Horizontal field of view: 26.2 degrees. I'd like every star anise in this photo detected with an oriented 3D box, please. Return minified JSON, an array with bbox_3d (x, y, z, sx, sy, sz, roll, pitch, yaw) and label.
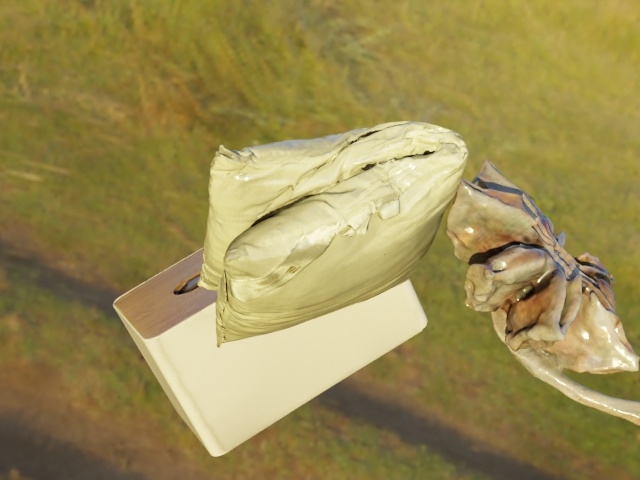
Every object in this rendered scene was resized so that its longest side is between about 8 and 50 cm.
[{"bbox_3d":[0.172,0.042,1.068,0.209,0.089,0.231,19,43,-45],"label":"star anise"}]

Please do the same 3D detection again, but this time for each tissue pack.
[{"bbox_3d":[-0.048,0.070,1.313,0.246,0.136,0.159,-31,19,-13],"label":"tissue pack"}]

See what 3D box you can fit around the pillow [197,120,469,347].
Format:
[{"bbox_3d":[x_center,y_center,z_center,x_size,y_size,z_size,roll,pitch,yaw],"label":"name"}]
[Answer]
[{"bbox_3d":[0.000,0.000,0.729,0.134,0.181,0.078,-18,75,-13],"label":"pillow"}]
